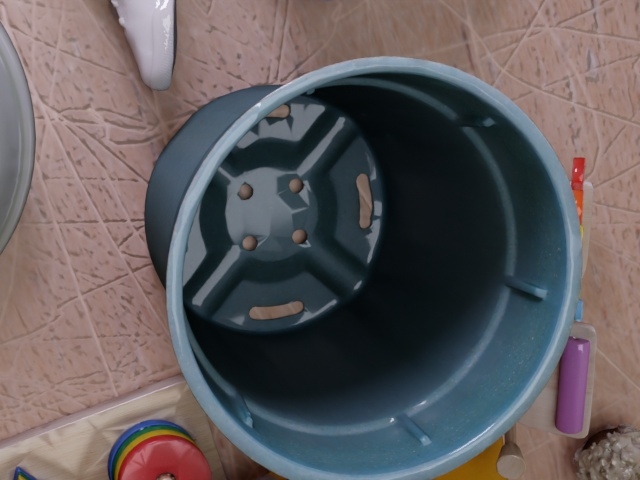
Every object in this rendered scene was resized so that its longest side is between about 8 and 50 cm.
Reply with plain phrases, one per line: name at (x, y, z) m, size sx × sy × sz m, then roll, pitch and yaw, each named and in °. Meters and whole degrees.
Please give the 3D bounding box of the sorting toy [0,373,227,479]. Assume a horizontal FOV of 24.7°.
sorting toy at (-0.200, 0.295, 1.392) m, size 0.257 × 0.089 × 0.256 m, roll -20°, pitch 105°, yaw -13°

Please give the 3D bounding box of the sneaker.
sneaker at (-0.178, -0.239, 1.318) m, size 0.094 × 0.080 × 0.212 m, roll -6°, pitch 95°, yaw -5°

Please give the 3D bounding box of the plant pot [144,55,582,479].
plant pot at (0.000, 0.000, 1.273) m, size 0.341 × 0.334 × 0.341 m, roll -3°, pitch 102°, yaw -17°

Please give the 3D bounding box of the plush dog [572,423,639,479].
plush dog at (0.416, 0.301, 1.519) m, size 0.262 × 0.225 × 0.211 m, roll -5°, pitch 101°, yaw -17°

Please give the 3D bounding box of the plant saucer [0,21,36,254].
plant saucer at (-0.438, -0.074, 1.208) m, size 0.400 × 0.100 × 0.401 m, roll -5°, pitch 111°, yaw -12°

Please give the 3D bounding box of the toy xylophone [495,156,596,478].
toy xylophone at (0.217, 0.078, 1.399) m, size 0.081 × 0.323 × 0.236 m, roll 4°, pitch 126°, yaw 8°

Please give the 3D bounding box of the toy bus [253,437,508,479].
toy bus at (0.033, 0.257, 1.403) m, size 0.332 × 0.130 × 0.108 m, roll -22°, pitch 107°, yaw -38°
